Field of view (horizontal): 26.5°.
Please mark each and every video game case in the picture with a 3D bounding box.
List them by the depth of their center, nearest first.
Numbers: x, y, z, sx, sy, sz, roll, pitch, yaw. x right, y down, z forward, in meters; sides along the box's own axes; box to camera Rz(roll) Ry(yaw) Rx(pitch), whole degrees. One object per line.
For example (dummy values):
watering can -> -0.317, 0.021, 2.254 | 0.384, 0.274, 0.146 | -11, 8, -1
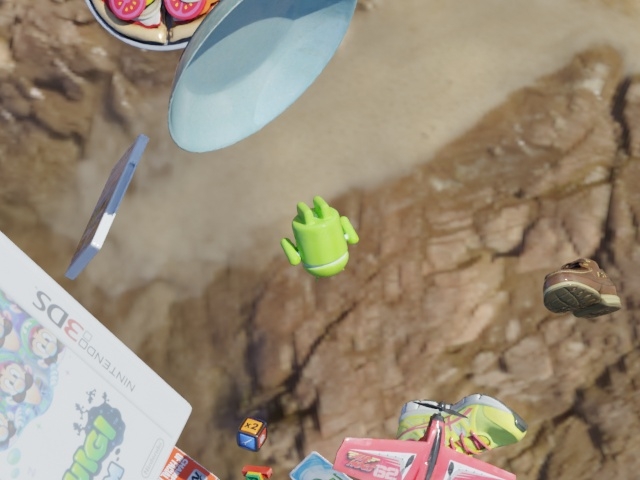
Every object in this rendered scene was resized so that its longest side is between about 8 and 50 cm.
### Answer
video game case -> -0.134, 0.095, 0.577 | 0.019, 0.143, 0.157 | -11, 43, 42
video game case -> -0.193, -0.030, 1.229 | 0.087, 0.011, 0.122 | -38, 28, 57

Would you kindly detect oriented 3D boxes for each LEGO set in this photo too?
LEGO set -> 0.009, 0.255, 1.239 | 0.244, 0.060, 0.182 | 38, 133, -3

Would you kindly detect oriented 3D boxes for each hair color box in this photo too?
hair color box -> -0.164, 0.229, 1.380 | 0.167, 0.093, 0.053 | 30, 77, 27

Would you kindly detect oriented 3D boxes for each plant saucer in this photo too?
plant saucer -> -0.054, -0.153, 1.068 | 0.037, 0.195, 0.195 | 45, 109, 18

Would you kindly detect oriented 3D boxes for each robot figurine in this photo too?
robot figurine -> 0.000, 0.000, 1.844 | 0.067, 0.101, 0.115 | -136, 27, -60

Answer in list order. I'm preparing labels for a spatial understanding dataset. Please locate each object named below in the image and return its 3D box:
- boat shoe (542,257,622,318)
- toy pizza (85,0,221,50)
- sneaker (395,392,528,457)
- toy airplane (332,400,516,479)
boat shoe -> 0.305, 0.052, 1.617 | 0.064, 0.178, 0.060 | -20, 72, 26
toy pizza -> -0.152, -0.285, 1.322 | 0.201, 0.032, 0.201 | -1, 87, 18
sneaker -> 0.177, 0.258, 1.748 | 0.209, 0.081, 0.094 | -15, 38, 47
toy airplane -> 0.067, 0.186, 0.967 | 0.028, 0.151, 0.151 | 16, 98, 65
